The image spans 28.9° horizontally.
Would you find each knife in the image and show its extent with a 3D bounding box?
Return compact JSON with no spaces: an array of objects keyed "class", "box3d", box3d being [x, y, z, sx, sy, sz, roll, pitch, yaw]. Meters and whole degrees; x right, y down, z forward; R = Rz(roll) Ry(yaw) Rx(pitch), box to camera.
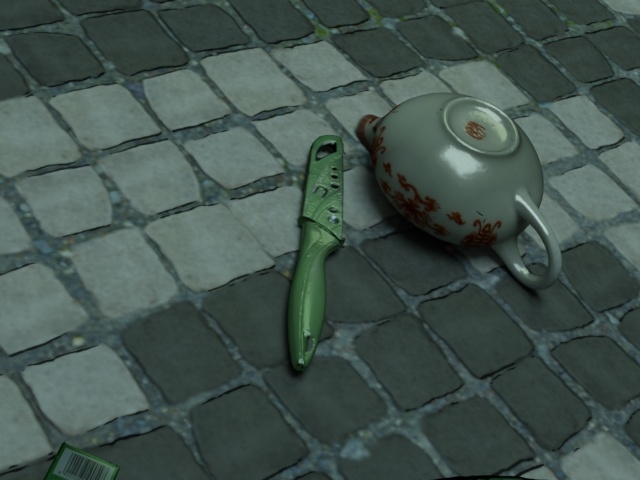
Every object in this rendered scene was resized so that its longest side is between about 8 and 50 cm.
[{"class":"knife","box3d":[-0.001,0.001,1.046,0.043,0.020,0.293,14,42,-8]}]

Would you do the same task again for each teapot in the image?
[{"class":"teapot","box3d":[0.132,-0.057,1.115,0.159,0.116,0.245,-7,55,-45]}]

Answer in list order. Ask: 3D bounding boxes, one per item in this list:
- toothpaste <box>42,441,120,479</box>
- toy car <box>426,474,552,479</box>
[{"class":"toothpaste","box3d":[-0.174,0.203,0.748,0.043,0.037,0.178,25,42,-4]},{"class":"toy car","box3d":[0.066,0.207,0.731,0.306,0.125,0.136,2,44,-28]}]
